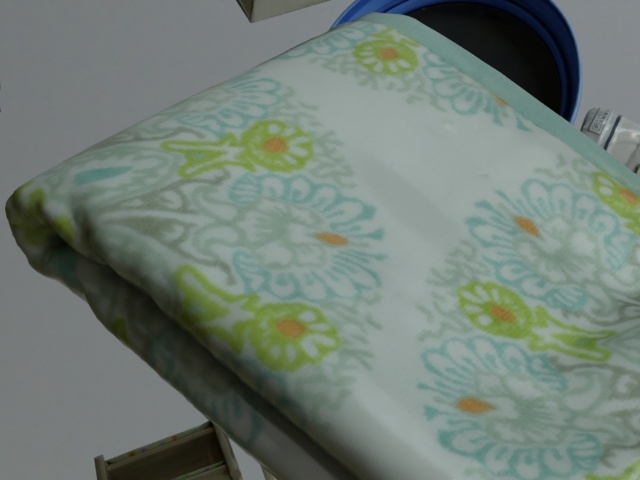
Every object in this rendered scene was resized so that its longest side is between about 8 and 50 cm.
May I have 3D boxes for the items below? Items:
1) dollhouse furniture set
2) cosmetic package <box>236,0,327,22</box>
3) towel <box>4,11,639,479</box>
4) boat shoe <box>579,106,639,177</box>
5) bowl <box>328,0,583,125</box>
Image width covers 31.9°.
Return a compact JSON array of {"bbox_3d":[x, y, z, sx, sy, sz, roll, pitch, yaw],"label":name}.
[{"bbox_3d":[-0.074,0.233,0.936,0.101,0.182,0.161,-125,-162,-63],"label":"dollhouse furniture set"},{"bbox_3d":[0.024,-0.383,1.313,0.153,0.296,0.129,59,-21,26],"label":"cosmetic package"},{"bbox_3d":[0.066,0.017,0.639,0.374,0.320,0.090,37,-47,21],"label":"towel"},{"bbox_3d":[0.232,-0.003,0.962,0.076,0.083,0.226,23,-48,16],"label":"boat shoe"},{"bbox_3d":[0.181,-0.216,1.622,0.391,0.077,0.391,-5,-110,13],"label":"bowl"}]
